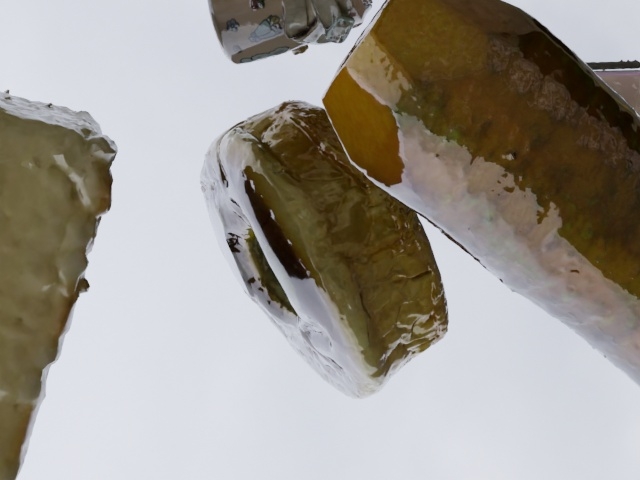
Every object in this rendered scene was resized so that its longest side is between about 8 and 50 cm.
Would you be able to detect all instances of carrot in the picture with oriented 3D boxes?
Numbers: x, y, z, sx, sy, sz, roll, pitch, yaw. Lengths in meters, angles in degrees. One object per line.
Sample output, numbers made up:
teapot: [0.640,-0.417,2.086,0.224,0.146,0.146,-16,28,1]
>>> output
carrot: [0.138,-0.011,0.570,0.302,0.114,0.114,38,-145,-7]

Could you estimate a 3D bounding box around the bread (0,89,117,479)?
bread: [-0.343,0.039,0.919,0.279,0.371,0.390,16,-177,-16]

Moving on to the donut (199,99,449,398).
donut: [0.000,0.000,1.151,0.160,0.330,0.330,-37,-87,-14]

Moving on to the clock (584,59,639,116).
clock: [0.155,-0.066,0.836,0.192,0.147,0.071,88,-179,-78]

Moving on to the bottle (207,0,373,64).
bottle: [-0.018,-0.214,1.007,0.099,0.152,0.099,-10,-90,-79]
